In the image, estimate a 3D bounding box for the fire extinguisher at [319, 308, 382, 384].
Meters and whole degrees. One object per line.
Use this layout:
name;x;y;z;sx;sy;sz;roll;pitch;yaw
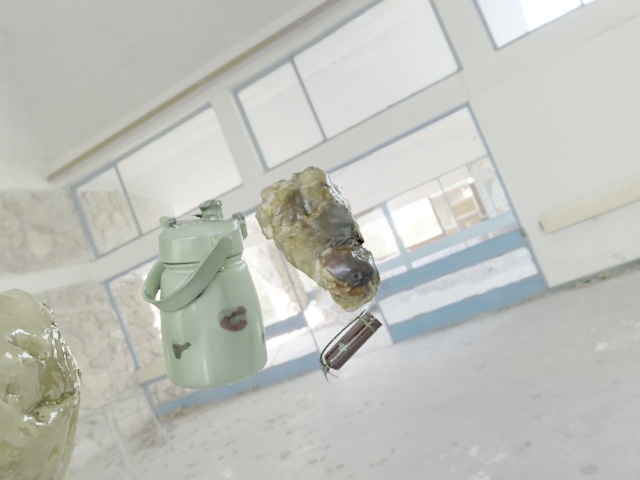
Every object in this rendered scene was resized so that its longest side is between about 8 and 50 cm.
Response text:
fire extinguisher;0.054;0.208;1.049;0.158;0.064;0.043;-44;-24;-8

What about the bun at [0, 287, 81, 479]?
bun;-0.425;0.204;0.659;0.235;0.326;0.362;-21;-7;-28

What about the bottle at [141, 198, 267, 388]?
bottle;-0.232;0.098;1.048;0.229;0.351;0.229;-6;10;1

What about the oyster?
oyster;0.015;0.001;0.790;0.162;0.232;0.107;-29;7;-20
